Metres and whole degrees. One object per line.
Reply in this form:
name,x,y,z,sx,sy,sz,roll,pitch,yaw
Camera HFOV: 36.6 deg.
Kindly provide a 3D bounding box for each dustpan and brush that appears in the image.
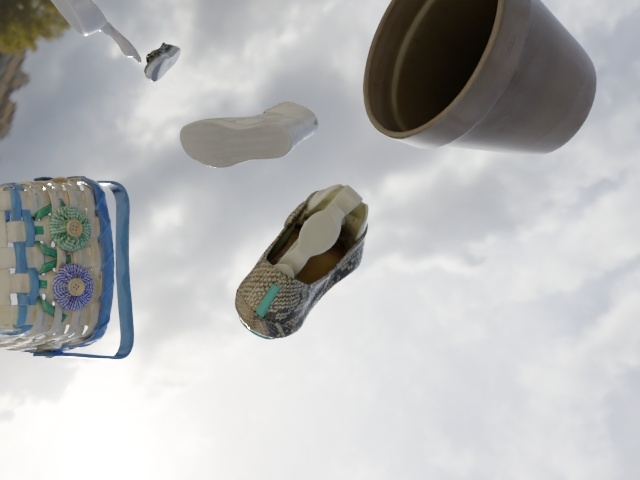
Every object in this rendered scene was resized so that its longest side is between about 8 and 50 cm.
dustpan and brush,-0.385,-0.375,1.631,0.060,0.211,0.147,-38,-167,-14

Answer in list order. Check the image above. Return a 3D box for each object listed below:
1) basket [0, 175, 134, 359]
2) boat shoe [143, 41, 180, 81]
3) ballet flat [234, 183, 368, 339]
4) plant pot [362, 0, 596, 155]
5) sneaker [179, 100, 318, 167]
basket,-0.349,0.039,1.281,0.201,0.289,0.254,-7,-95,24
boat shoe,-0.302,-0.333,1.793,0.142,0.040,0.049,-64,179,-62
ballet flat,0.000,0.000,1.728,0.182,0.164,0.483,-60,176,31
plant pot,0.274,-0.268,1.529,0.323,0.280,0.323,-36,-135,46
sneaker,-0.148,-0.233,2.098,0.293,0.108,0.169,4,-156,30
